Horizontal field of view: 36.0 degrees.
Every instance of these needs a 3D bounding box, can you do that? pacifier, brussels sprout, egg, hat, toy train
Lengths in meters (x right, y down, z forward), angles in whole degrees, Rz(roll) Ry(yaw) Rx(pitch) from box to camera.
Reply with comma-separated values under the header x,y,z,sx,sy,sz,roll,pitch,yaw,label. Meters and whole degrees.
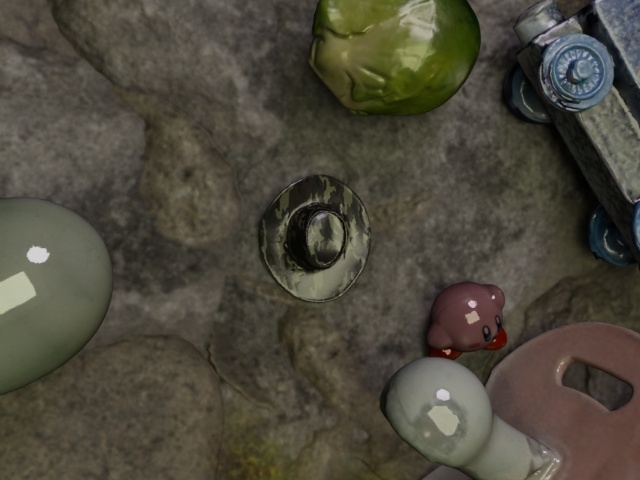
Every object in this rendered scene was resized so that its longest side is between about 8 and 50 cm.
x,y,z,sx,sy,sz,roll,pitch,yaw,label
0.168,0.204,0.854,0.273,0.220,0.332,35,85,7,pacifier
0.068,-0.178,0.883,0.155,0.117,0.155,0,87,10,brussels sprout
-0.271,0.050,0.806,0.209,0.151,0.151,-28,97,-3,egg
0.000,0.000,0.909,0.121,0.050,0.121,-1,95,-12,hat
0.311,-0.111,0.916,0.202,0.131,0.299,-30,93,-7,toy train

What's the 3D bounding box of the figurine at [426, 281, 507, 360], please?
x,y,z,sx,sy,sz,roll,pitch,yaw,label
0.136,0.074,0.930,0.083,0.071,0.067,-27,55,-17,figurine
